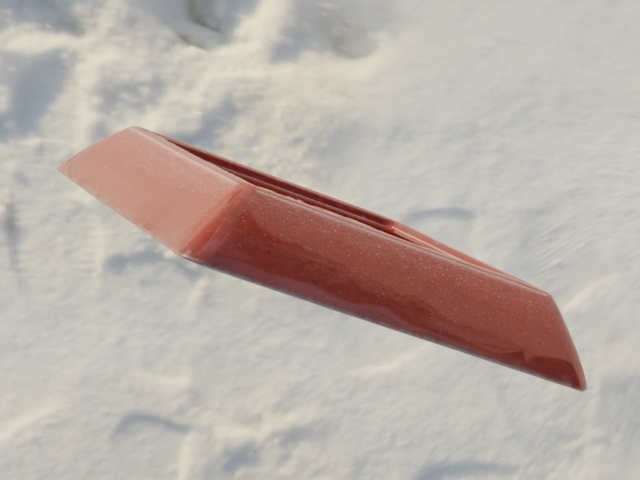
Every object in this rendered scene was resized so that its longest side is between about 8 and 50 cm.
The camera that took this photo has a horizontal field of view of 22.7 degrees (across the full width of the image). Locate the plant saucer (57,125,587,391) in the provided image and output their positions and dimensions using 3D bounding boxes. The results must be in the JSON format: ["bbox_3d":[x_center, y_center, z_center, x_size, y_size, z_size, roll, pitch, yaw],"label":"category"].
[{"bbox_3d":[0.000,0.000,0.938,0.259,0.258,0.047,20,94,-26],"label":"plant saucer"}]
